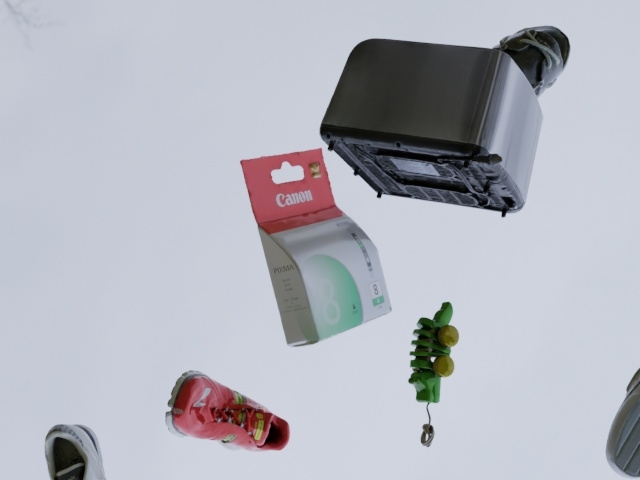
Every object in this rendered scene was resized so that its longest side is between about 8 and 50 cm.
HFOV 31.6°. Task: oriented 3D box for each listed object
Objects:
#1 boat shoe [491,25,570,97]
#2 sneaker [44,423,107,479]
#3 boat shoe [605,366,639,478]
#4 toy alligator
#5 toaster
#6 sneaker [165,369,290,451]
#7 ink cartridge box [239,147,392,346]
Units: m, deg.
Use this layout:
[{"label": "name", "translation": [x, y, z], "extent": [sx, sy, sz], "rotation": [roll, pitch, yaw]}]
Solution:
[{"label": "boat shoe", "translation": [0.301, -0.270, 1.703], "extent": [0.119, 0.121, 0.335], "rotation": [-45, -178, 28]}, {"label": "sneaker", "translation": [-0.316, 0.360, 1.523], "extent": [0.090, 0.235, 0.095], "rotation": [-25, 171, -6]}, {"label": "boat shoe", "translation": [0.392, 0.179, 1.286], "extent": [0.226, 0.083, 0.076], "rotation": [-46, -178, -18]}, {"label": "toy alligator", "translation": [0.133, 0.165, 1.439], "extent": [0.056, 0.051, 0.189], "rotation": [-12, -118, 58]}, {"label": "toaster", "translation": [0.115, -0.101, 1.052], "extent": [0.186, 0.168, 0.110], "rotation": [10, -102, 27]}, {"label": "sneaker", "translation": [-0.136, 0.274, 1.770], "extent": [0.118, 0.279, 0.107], "rotation": [6, -104, 31]}, {"label": "ink cartridge box", "translation": [0.000, 0.000, 1.351], "extent": [0.056, 0.224, 0.181], "rotation": [-11, -178, 33]}]
